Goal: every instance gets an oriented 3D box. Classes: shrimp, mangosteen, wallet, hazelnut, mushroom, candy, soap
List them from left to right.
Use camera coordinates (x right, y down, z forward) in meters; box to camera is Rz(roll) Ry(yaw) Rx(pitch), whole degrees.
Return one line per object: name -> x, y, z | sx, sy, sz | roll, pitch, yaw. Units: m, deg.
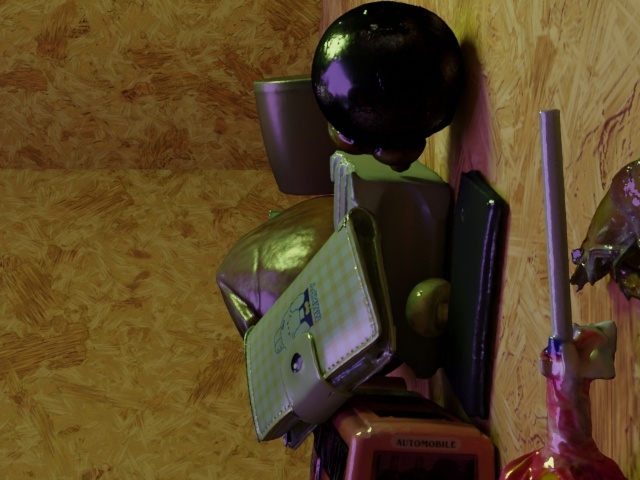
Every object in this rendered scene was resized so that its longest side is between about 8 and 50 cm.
wallet -> -0.006, 0.131, 1.147 | 0.309, 0.077, 0.223 | -50, 35, 42
hazelnut -> 0.004, 0.101, 1.495 | 0.409, 0.359, 0.359 | -77, -12, -78
soap -> 0.096, 0.023, 1.298 | 0.258, 0.159, 0.302 | -117, 29, -71
mangosteen -> 0.093, -0.196, 1.142 | 0.211, 0.212, 0.250 | -95, -4, -47
mushroom -> 0.155, 0.093, 1.149 | 0.068, 0.084, 0.083 | 8, 102, 40
wallet -> 0.185, 0.065, 1.032 | 0.146, 0.030, 0.285 | -115, 26, -70
candy -> 0.169, 0.090, 0.597 | 0.124, 0.124, 0.365 | -177, 83, -85
shrimp -> 0.222, 0.006, 0.594 | 0.180, 0.041, 0.099 | 106, 149, -68

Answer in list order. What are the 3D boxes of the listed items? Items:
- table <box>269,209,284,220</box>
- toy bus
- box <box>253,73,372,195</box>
table -> 0.000, 0.000, 1.952 | 0.121, 0.240, 0.111 | 104, 165, -74
toy bus -> 0.092, 0.320, 1.149 | 0.427, 0.203, 0.232 | 153, 121, -83
box -> 0.021, -0.208, 1.580 | 0.301, 0.301, 0.216 | -115, 19, -79
